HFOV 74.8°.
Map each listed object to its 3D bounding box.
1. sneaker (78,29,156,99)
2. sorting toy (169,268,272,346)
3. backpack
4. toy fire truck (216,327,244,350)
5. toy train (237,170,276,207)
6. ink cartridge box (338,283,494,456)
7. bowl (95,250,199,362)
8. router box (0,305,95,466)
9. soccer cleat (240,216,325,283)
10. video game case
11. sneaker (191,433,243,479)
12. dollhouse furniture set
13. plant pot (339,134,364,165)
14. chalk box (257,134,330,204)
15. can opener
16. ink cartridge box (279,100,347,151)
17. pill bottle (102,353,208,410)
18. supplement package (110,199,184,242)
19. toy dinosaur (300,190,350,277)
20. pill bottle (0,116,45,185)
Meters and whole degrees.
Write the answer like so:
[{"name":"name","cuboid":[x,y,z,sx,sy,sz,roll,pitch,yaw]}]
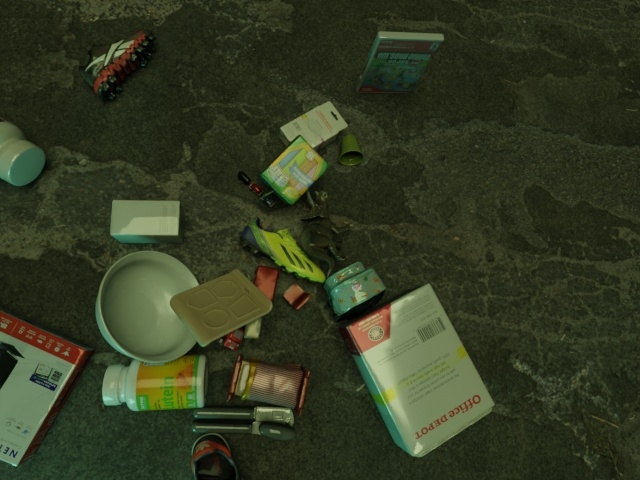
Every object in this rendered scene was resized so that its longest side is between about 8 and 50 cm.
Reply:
[{"name":"sneaker","cuboid":[-0.637,-0.575,1.308,0.135,0.097,0.276,36,75,-2]},{"name":"sorting toy","cuboid":[-0.261,0.173,1.102,0.208,0.038,0.193,-27,46,-32]},{"name":"backpack","cuboid":[0.098,0.146,1.216,0.166,0.188,0.144,-24,82,-13]},{"name":"toy fire truck","cuboid":[-0.258,0.211,1.146,0.047,0.192,0.135,42,70,-37]},{"name":"toy train","cuboid":[-0.200,-0.161,1.317,0.158,0.036,0.027,43,74,2]},{"name":"ink cartridge box","cuboid":[0.264,0.360,1.208,0.279,0.160,0.384,-24,82,-14]},{"name":"bowl","cuboid":[-0.466,0.186,1.110,0.298,0.134,0.297,33,45,-40]},{"name":"router box","cuboid":[-0.818,0.349,1.069,0.336,0.082,0.301,25,74,-3]},{"name":"soccer cleat","cuboid":[-0.102,0.029,1.244,0.289,0.093,0.121,29,77,8]},{"name":"video game case","cuboid":[0.244,-0.566,1.357,0.204,0.285,0.025,-3,78,-10]},{"name":"sneaker","cuboid":[-0.234,0.670,1.058,0.131,0.148,0.350,-29,84,-15]},{"name":"dollhouse furniture set","cuboid":[-0.121,0.266,1.169,0.201,0.152,0.374,12,75,-7]},{"name":"plant pot","cuboid":[0.099,-0.304,1.385,0.083,0.083,0.079,0,66,-10]},{"name":"chalk box","cuboid":[-0.099,-0.189,1.253,0.132,0.132,0.213,44,87,-13]},{"name":"can opener","cuboid":[-0.204,0.489,1.134,0.281,0.093,0.074,7,80,-8]},{"name":"ink cartridge box","cuboid":[-0.023,-0.359,1.378,0.198,0.067,0.115,-33,85,-14]},{"name":"pill bottle","cuboid":[-0.426,0.373,1.101,0.246,0.136,0.136,0,77,-9]},{"name":"supplement package","cuboid":[-0.493,-0.052,1.207,0.179,0.105,0.105,0,77,-10]},{"name":"toy dinosaur","cuboid":[0.000,0.000,1.250,0.160,0.121,0.313,16,49,-8]},{"name":"pill bottle","cuboid":[-0.936,-0.277,1.151,0.302,0.169,0.169,29,74,-2]}]
